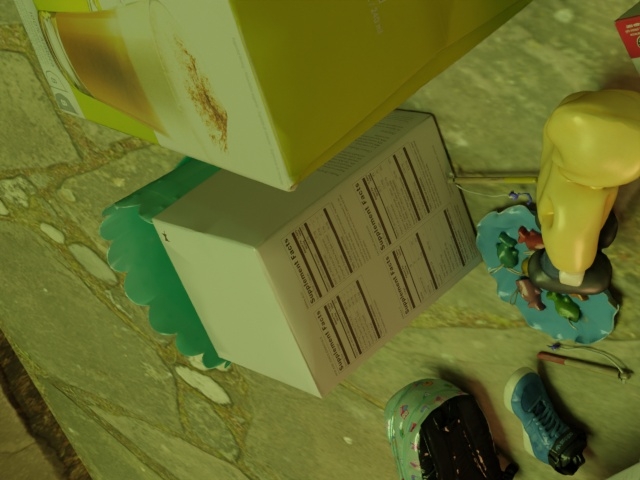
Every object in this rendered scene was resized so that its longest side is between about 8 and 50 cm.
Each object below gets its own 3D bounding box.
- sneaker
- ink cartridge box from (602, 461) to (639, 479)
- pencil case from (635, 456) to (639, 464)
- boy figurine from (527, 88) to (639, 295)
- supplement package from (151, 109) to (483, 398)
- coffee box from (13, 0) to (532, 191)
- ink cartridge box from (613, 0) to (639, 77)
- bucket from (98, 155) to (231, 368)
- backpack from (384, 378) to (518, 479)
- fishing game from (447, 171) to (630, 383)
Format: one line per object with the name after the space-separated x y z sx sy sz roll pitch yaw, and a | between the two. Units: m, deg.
0.267 0.214 1.519 0.085 0.058 0.152 31 151 45 | sneaker
0.383 0.369 1.401 0.304 0.072 0.307 29 146 -6 | ink cartridge box
0.376 0.260 1.395 0.088 0.086 0.206 12 146 2 | pencil case
0.233 -0.057 1.139 0.092 0.177 0.285 10 156 7 | boy figurine
0.000 0.000 1.446 0.199 0.263 0.198 15 135 50 | supplement package
-0.060 -0.299 1.095 0.334 0.338 0.337 22 141 43 | coffee box
0.316 -0.129 1.029 0.109 0.063 0.150 -2 123 58 | ink cartridge box
-0.146 0.015 1.776 0.281 0.183 0.281 36 149 26 | bucket
0.155 0.268 1.677 0.115 0.152 0.182 19 133 53 | backpack
0.234 0.044 1.390 0.189 0.041 0.264 10 133 53 | fishing game
